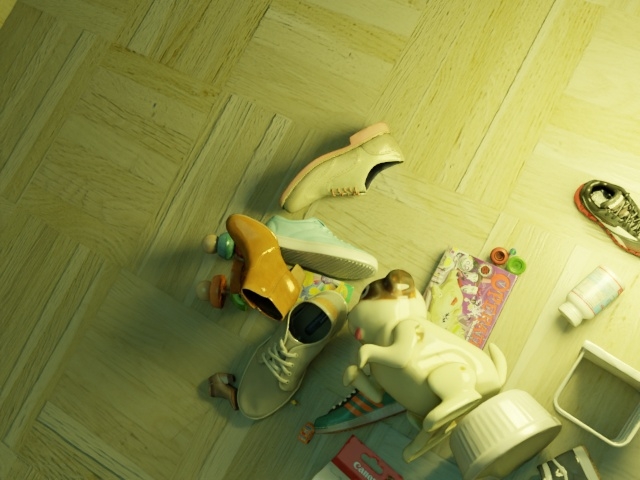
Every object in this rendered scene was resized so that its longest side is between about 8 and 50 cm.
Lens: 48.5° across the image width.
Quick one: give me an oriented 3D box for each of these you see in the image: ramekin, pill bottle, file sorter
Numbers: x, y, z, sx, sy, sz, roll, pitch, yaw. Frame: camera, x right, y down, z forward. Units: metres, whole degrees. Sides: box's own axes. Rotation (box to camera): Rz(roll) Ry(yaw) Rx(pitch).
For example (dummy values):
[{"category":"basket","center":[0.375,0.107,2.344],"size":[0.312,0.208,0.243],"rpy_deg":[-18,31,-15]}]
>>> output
[{"category":"ramekin","center":[0.435,0.475,1.722],"size":[0.272,0.273,0.127],"rpy_deg":[-38,58,5]},{"category":"pill bottle","center":[0.689,0.144,1.816],"size":[0.160,0.087,0.087],"rpy_deg":[-42,68,4]},{"category":"file sorter","center":[0.661,0.366,1.666],"size":[0.192,0.277,0.173],"rpy_deg":[32,89,22]}]

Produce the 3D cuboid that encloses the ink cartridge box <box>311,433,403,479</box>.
[{"category":"ink cartridge box","center":[0.076,0.668,1.890],"size":[0.189,0.066,0.232],"rpy_deg":[37,93,22]}]

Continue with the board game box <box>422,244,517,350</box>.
[{"category":"board game box","center":[0.364,0.209,1.924],"size":[0.208,0.056,0.347],"rpy_deg":[25,84,17]}]

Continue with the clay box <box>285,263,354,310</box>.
[{"category":"clay box","center":[-0.017,0.161,2.049],"size":[0.222,0.053,0.128],"rpy_deg":[17,85,19]}]

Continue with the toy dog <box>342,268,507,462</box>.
[{"category":"toy dog","center":[0.238,0.266,1.774],"size":[0.395,0.285,0.408],"rpy_deg":[-30,64,-18]}]

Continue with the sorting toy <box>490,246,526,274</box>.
[{"category":"sorting toy","center":[0.512,0.049,1.926],"size":[0.102,0.042,0.061],"rpy_deg":[31,102,10]}]

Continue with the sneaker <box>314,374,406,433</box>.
[{"category":"sneaker","center":[0.117,0.434,1.914],"size":[0.302,0.108,0.121],"rpy_deg":[-19,70,3]}]

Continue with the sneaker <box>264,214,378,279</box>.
[{"category":"sneaker","center":[0.000,0.000,2.048],"size":[0.365,0.135,0.150],"rpy_deg":[15,63,10]}]

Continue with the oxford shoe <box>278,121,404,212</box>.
[{"category":"oxford shoe","center":[0.059,-0.182,2.073],"size":[0.397,0.140,0.147],"rpy_deg":[-35,76,8]}]

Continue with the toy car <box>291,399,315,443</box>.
[{"category":"toy car","center":[-0.062,0.506,1.981],"size":[0.060,0.040,0.122],"rpy_deg":[-40,69,4]}]

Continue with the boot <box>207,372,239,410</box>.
[{"category":"boot","center":[-0.285,0.443,2.071],"size":[0.086,0.042,0.119],"rpy_deg":[-16,71,19]}]

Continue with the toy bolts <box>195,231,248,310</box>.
[{"category":"toy bolts","center":[-0.288,0.073,2.079],"size":[0.158,0.218,0.229],"rpy_deg":[5,70,5]}]

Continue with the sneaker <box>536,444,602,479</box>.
[{"category":"sneaker","center":[0.620,0.651,1.698],"size":[0.153,0.099,0.282],"rpy_deg":[-21,64,6]}]

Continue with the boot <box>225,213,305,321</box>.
[{"category":"boot","center":[-0.174,0.070,1.923],"size":[0.295,0.211,0.104],"rpy_deg":[42,123,-5]}]

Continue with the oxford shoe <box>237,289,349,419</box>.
[{"category":"oxford shoe","center":[-0.096,0.318,1.971],"size":[0.169,0.130,0.449],"rpy_deg":[43,104,14]}]

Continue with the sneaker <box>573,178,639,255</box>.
[{"category":"sneaker","center":[0.772,-0.061,1.819],"size":[0.097,0.135,0.276],"rpy_deg":[-44,69,0]}]
